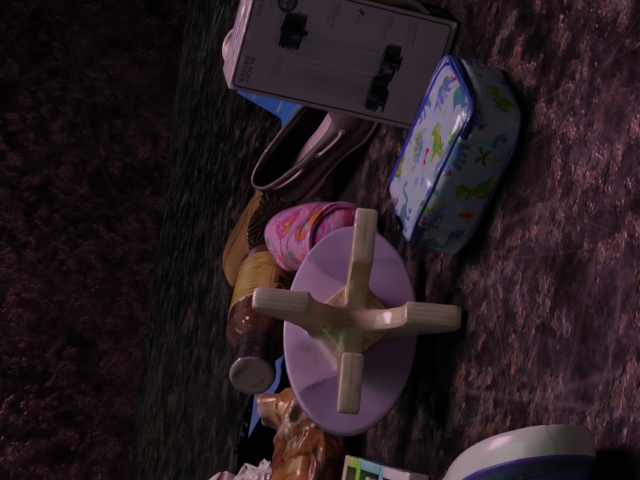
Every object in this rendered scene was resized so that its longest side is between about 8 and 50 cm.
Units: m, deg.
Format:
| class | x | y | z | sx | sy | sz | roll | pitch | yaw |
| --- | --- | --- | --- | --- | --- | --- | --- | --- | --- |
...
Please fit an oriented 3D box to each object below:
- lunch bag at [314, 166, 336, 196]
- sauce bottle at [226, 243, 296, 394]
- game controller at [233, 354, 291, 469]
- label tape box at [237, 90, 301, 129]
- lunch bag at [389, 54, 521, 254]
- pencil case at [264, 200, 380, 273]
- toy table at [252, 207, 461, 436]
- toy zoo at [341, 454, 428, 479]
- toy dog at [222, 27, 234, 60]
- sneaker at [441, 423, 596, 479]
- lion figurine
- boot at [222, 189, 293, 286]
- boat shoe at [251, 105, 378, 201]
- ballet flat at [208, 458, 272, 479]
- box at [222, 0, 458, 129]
| class | x | y | z | sx | sy | sz | roll | pitch | yaw |
| --- | --- | --- | --- | --- | --- | --- | --- | --- | --- |
| lunch bag | -0.005 | -0.116 | 2.205 | 0.071 | 0.053 | 0.083 | 178 | 92 | -73 |
| sauce bottle | -0.094 | 0.127 | 2.067 | 0.344 | 0.111 | 0.111 | -85 | 14 | -62 |
| game controller | -0.078 | 0.253 | 2.173 | 0.319 | 0.067 | 0.166 | 119 | 156 | -44 |
| label tape box | -0.086 | -0.403 | 2.577 | 0.241 | 0.105 | 0.334 | 120 | 156 | -49 |
| lunch bag | 0.160 | -0.107 | 1.587 | 0.176 | 0.090 | 0.219 | -98 | 26 | -55 |
| pencil case | 0.000 | 0.000 | 2.007 | 0.284 | 0.124 | 0.124 | 178 | 103 | -74 |
| toy table | 0.040 | 0.097 | 1.617 | 0.161 | 0.252 | 0.274 | 101 | 163 | -73 |
| toy zoo | 0.074 | 0.382 | 1.637 | 0.293 | 0.030 | 0.192 | 169 | 112 | -73 |
| toy dog | 0.008 | -0.374 | 1.965 | 0.161 | 0.333 | 0.220 | 24 | 128 | 57 |
| sneaker | 0.175 | 0.333 | 1.202 | 0.323 | 0.130 | 0.236 | -51 | 41 | 49 |
| lion figurine | -0.035 | 0.389 | 1.778 | 0.392 | 0.142 | 0.240 | -93 | 18 | -51 |
| boot | -0.126 | 0.014 | 2.478 | 0.269 | 0.089 | 0.236 | 123 | 164 | -52 |
| boat shoe | 0.001 | -0.180 | 2.064 | 0.335 | 0.095 | 0.112 | -52 | 47 | 37 |
| ballet flat | -0.145 | 0.451 | 2.178 | 0.409 | 0.147 | 0.147 | -32 | 48 | 59 |
| box | 0.025 | -0.268 | 1.787 | 0.087 | 0.290 | 0.169 | -112 | 35 | -64 |
